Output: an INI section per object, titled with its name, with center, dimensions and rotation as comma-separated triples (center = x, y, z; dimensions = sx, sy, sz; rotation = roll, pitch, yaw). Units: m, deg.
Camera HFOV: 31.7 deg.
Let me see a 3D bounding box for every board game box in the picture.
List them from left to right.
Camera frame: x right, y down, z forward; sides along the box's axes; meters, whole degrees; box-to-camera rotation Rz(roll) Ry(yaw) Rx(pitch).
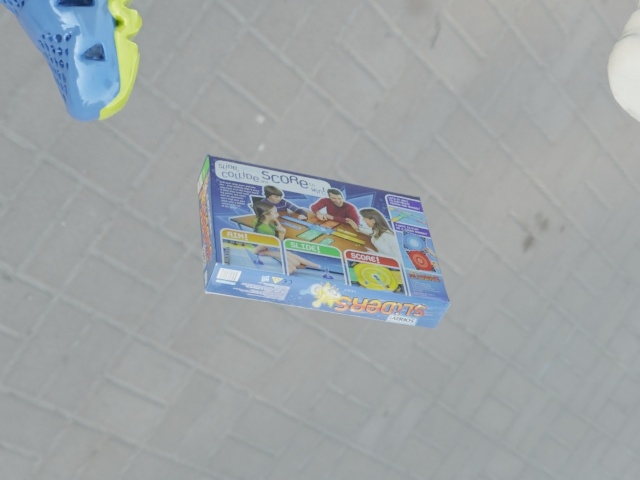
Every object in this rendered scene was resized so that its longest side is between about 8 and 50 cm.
[board game box]
center = 0.000, 0.000, 0.947
dimensions = 0.201, 0.136, 0.035
rotation = 11, 130, -18

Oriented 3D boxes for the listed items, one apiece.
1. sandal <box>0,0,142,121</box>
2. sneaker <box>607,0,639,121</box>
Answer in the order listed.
[sandal]
center = -0.221, -0.217, 0.743
dimensions = 0.138, 0.126, 0.317
rotation = -25, 86, -22
[sneaker]
center = 0.204, -0.047, 0.345
dimensions = 0.094, 0.212, 0.080
rotation = -62, 172, -10
